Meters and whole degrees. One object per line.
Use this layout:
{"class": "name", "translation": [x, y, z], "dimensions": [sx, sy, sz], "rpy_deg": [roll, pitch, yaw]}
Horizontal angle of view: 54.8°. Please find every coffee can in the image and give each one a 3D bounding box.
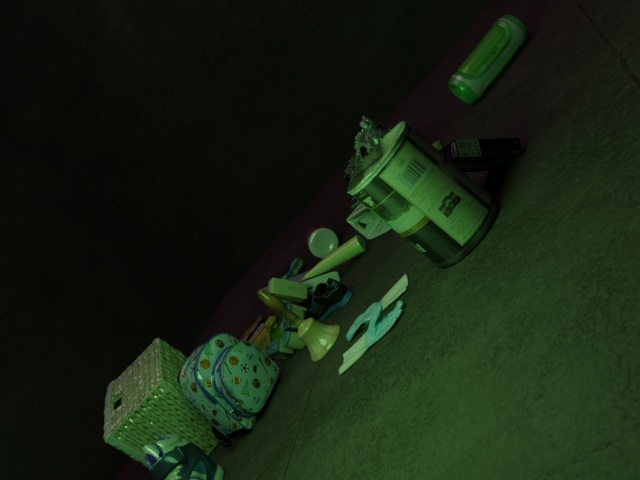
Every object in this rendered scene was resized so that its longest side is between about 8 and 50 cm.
{"class": "coffee can", "translation": [0.224, -0.100, 1.371], "dimensions": [0.201, 0.275, 0.201], "rpy_deg": [-49, 10, 11]}

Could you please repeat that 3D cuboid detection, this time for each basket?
{"class": "basket", "translation": [-0.501, 0.558, 2.046], "dimensions": [0.266, 0.331, 0.328], "rpy_deg": [-46, 25, 2]}
{"class": "basket", "translation": [0.181, -0.090, 2.010], "dimensions": [0.103, 0.113, 0.167], "rpy_deg": [-54, 10, -27]}

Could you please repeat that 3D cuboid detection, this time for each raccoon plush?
{"class": "raccoon plush", "translation": [0.201, -0.359, 2.126], "dimensions": [0.447, 0.216, 0.299], "rpy_deg": [-87, 2, -45]}

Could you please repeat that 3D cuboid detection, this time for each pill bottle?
{"class": "pill bottle", "translation": [0.000, 0.000, 2.482], "dimensions": [0.121, 0.121, 0.221], "rpy_deg": [-52, 10, 1]}

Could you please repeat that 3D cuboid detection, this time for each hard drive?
{"class": "hard drive", "translation": [-0.087, 0.163, 2.189], "dimensions": [0.232, 0.047, 0.353], "rpy_deg": [-20, 3, -14]}

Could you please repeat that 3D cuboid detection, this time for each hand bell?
{"class": "hand bell", "translation": [-0.075, 0.215, 1.700], "dimensions": [0.126, 0.242, 0.126], "rpy_deg": [-49, 11, 13]}

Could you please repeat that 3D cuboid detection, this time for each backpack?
{"class": "backpack", "translation": [-0.273, 0.413, 1.829], "dimensions": [0.213, 0.263, 0.276], "rpy_deg": [-44, 11, 35]}

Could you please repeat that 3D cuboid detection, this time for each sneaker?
{"class": "sneaker", "translation": [0.004, 0.182, 1.899], "dimensions": [0.232, 0.090, 0.081], "rpy_deg": [-40, 15, 47]}
{"class": "sneaker", "translation": [-0.132, 0.163, 2.710], "dimensions": [0.188, 0.067, 0.078], "rpy_deg": [-59, -9, -29]}
{"class": "sneaker", "translation": [-0.386, 0.639, 1.603], "dimensions": [0.130, 0.236, 0.323], "rpy_deg": [-49, 10, 14]}

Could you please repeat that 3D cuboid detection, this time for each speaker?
{"class": "speaker", "translation": [0.567, -0.611, 2.089], "dimensions": [0.297, 0.131, 0.131], "rpy_deg": [-51, 10, 4]}

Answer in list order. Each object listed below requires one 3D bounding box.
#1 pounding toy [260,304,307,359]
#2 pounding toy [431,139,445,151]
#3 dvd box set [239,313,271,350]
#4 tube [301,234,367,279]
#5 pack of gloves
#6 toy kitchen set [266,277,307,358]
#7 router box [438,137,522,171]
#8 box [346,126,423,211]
{"class": "pounding toy", "translation": [-0.160, 0.300, 2.163], "dimensions": [0.237, 0.110, 0.183], "rpy_deg": [-51, 10, 0]}
{"class": "pounding toy", "translation": [0.317, -0.213, 1.923], "dimensions": [0.206, 0.094, 0.181], "rpy_deg": [-40, 7, 12]}
{"class": "dvd box set", "translation": [-0.320, 0.480, 2.389], "dimensions": [0.420, 0.062, 0.307], "rpy_deg": [-53, 10, -10]}
{"class": "tube", "translation": [0.042, 0.066, 2.064], "dimensions": [0.240, 0.070, 0.062], "rpy_deg": [-33, 46, 22]}
{"class": "pack of gloves", "translation": [0.118, 0.189, 1.496], "dimensions": [0.232, 0.046, 0.195], "rpy_deg": [-47, 12, 24]}
{"class": "toy kitchen set", "translation": [-0.132, 0.249, 1.947], "dimensions": [0.166, 0.122, 0.207], "rpy_deg": [-40, 43, 51]}
{"class": "router box", "translation": [0.360, -0.198, 1.454], "dimensions": [0.133, 0.178, 0.046], "rpy_deg": [151, 112, -67]}
{"class": "box", "translation": [0.256, -0.272, 2.452], "dimensions": [0.293, 0.073, 0.295], "rpy_deg": [-57, 11, -34]}
